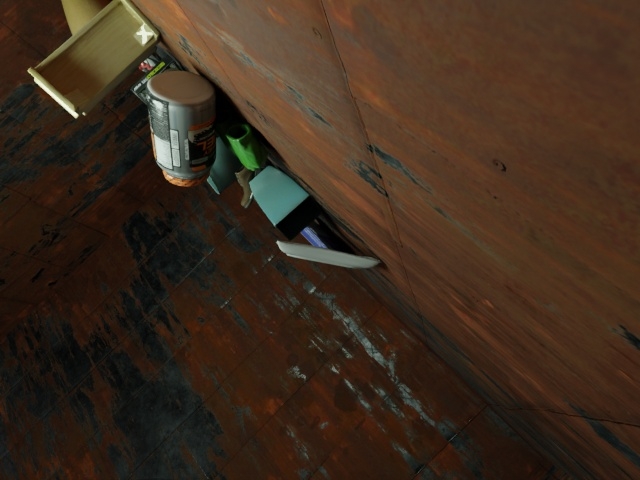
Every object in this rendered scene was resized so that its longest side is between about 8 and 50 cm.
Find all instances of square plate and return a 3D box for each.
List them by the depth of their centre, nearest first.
[{"bbox_3d":[0.012,0.051,1.486,0.344,0.049,0.347,11,180,-5],"label":"square plate"}]

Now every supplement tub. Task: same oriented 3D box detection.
[{"bbox_3d":[-0.420,-0.334,1.281,0.193,0.194,0.316,44,143,24],"label":"supplement tub"}]

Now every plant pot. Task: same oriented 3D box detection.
[{"bbox_3d":[-0.811,-0.792,1.505,0.254,0.237,0.237,60,172,-17],"label":"plant pot"},{"bbox_3d":[-0.147,-0.153,1.546,0.234,0.166,0.165,47,178,25],"label":"plant pot"},{"bbox_3d":[-0.418,-0.365,1.703,0.293,0.196,0.293,51,167,16],"label":"plant pot"}]

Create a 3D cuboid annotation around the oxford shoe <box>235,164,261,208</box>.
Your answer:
[{"bbox_3d":[-0.291,-0.236,1.624,0.096,0.227,0.083,7,-160,-18],"label":"oxford shoe"}]

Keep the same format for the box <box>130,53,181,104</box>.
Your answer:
[{"bbox_3d":[-0.593,-0.577,1.574,0.045,0.184,0.190,42,177,12],"label":"box"}]

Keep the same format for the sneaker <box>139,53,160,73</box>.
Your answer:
[{"bbox_3d":[-0.745,-0.779,1.748,0.276,0.135,0.098,18,-179,-37],"label":"sneaker"}]

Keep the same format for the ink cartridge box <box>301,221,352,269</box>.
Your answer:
[{"bbox_3d":[0.000,0.000,1.870,0.303,0.072,0.307,45,-167,28],"label":"ink cartridge box"}]

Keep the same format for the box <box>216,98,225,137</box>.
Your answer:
[{"bbox_3d":[-0.407,-0.465,1.440,0.156,0.093,0.158,43,177,26],"label":"box"}]

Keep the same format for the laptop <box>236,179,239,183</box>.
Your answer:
[{"bbox_3d":[-0.414,-0.400,1.952,0.137,0.264,0.234,6,-164,-25],"label":"laptop"}]

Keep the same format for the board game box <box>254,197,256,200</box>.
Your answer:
[{"bbox_3d":[-0.229,-0.197,2.145,0.232,0.141,0.291,47,176,-28],"label":"board game box"}]

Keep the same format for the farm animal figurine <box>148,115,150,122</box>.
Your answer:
[{"bbox_3d":[-0.795,-0.668,2.328,0.327,0.172,0.330,26,-142,-8],"label":"farm animal figurine"}]

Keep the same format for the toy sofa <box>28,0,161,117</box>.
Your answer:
[{"bbox_3d":[-0.662,-0.548,1.245,0.150,0.362,0.177,46,171,-23],"label":"toy sofa"}]

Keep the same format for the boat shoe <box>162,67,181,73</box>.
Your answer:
[{"bbox_3d":[-0.505,-0.542,1.570,0.097,0.116,0.324,40,180,3],"label":"boat shoe"}]

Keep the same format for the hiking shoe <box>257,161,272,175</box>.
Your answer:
[{"bbox_3d":[-0.255,-0.276,1.717,0.227,0.114,0.086,42,175,41],"label":"hiking shoe"}]

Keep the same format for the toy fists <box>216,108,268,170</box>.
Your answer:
[{"bbox_3d":[-0.257,-0.325,1.348,0.279,0.096,0.142,44,164,43],"label":"toy fists"}]
